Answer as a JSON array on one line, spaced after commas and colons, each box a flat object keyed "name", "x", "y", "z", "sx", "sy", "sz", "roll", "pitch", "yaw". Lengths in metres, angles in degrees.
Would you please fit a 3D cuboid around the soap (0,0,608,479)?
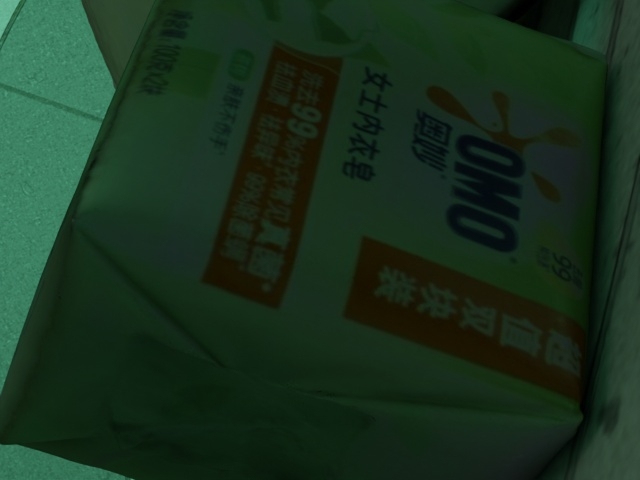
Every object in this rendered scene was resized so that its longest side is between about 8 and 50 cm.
[{"name": "soap", "x": 0.000, "y": 0.000, "z": 0.571, "sx": 0.138, "sy": 0.182, "sz": 0.199, "roll": 118, "pitch": 170, "yaw": -45}]

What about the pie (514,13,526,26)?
[{"name": "pie", "x": 0.032, "y": -0.126, "z": 0.900, "sx": 0.337, "sy": 0.075, "sz": 0.337, "roll": -45, "pitch": 27, "yaw": 30}]

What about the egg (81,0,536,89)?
[{"name": "egg", "x": -0.018, "y": -0.216, "z": 0.743, "sx": 0.337, "sy": 0.201, "sz": 0.337, "roll": -29, "pitch": 32, "yaw": 20}]
